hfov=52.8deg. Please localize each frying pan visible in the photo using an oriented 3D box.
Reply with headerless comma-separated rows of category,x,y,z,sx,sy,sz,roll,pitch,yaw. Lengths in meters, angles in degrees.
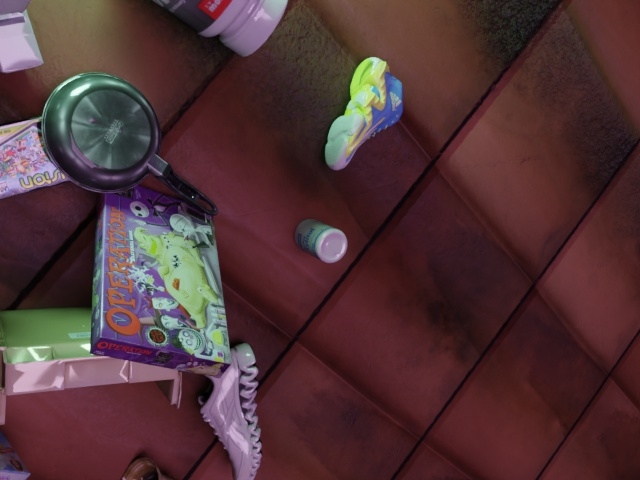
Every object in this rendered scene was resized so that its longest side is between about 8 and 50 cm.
frying pan,-0.315,-0.125,1.069,0.197,0.053,0.326,-44,113,-30

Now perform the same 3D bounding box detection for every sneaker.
sneaker,-0.184,0.354,1.299,0.118,0.110,0.291,-6,98,-20
sneaker,0.102,-0.238,1.298,0.126,0.091,0.240,22,91,-33

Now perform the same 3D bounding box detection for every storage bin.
storage bin,-0.385,0.193,1.045,0.263,0.260,0.123,1,99,-29

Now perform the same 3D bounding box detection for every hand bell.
hand bell,-0.273,0.520,1.304,0.242,0.126,0.126,31,87,-44

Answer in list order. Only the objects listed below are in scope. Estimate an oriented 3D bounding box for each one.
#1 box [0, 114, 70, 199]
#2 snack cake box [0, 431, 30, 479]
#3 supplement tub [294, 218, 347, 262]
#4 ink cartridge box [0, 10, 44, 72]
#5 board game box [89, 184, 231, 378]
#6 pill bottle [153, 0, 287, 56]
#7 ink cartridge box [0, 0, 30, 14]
box,-0.465,-0.138,1.037,0.207,0.036,0.114,-20,113,-24
snack cake box,-0.568,0.317,0.959,0.089,0.152,0.264,-45,160,-13
supplement tub,0.000,0.000,1.295,0.071,0.107,0.070,-8,107,-28
ink cartridge box,-0.476,-0.400,0.884,0.065,0.165,0.332,-23,115,-26
board game box,-0.259,0.050,1.043,0.208,0.346,0.056,15,129,-30
pill bottle,-0.200,-0.433,1.033,0.283,0.161,0.161,31,87,-32
ink cartridge box,-0.473,-0.356,0.640,0.272,0.309,0.130,46,120,-6
